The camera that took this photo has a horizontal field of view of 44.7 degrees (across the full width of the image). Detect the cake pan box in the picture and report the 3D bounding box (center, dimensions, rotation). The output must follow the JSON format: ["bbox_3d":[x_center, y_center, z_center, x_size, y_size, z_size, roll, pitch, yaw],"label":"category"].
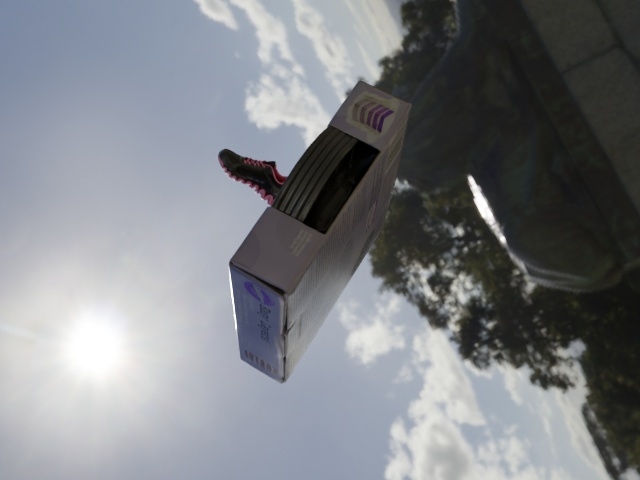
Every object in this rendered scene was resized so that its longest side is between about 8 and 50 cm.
[{"bbox_3d":[0.000,0.000,0.815,0.070,0.245,0.267,26,155,11],"label":"cake pan box"}]

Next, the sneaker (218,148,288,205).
[{"bbox_3d":[-0.089,-0.101,1.118,0.119,0.057,0.047,34,-148,-16],"label":"sneaker"}]
